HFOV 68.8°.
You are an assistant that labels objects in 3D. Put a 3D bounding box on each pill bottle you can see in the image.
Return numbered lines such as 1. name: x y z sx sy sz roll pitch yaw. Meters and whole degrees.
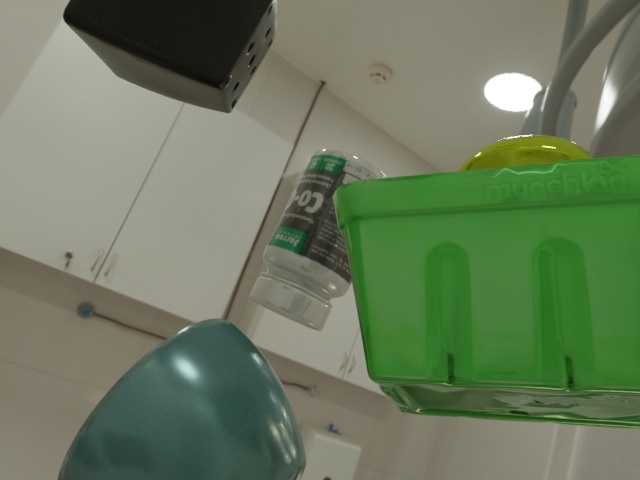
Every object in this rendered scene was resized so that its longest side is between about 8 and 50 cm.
1. pill bottle: 0.000 0.000 1.033 0.204 0.361 0.204 23 -14 6

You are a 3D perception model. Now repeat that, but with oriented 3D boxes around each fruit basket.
1. fruit basket: 0.219 -0.011 0.479 0.391 0.392 0.283 13 -23 26

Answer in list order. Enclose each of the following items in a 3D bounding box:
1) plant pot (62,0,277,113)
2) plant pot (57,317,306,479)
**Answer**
1. plant pot: -0.155 -0.264 0.573 0.166 0.188 0.188 31 -3 -7
2. plant pot: -0.133 0.274 0.590 0.195 0.290 0.290 31 -11 20
